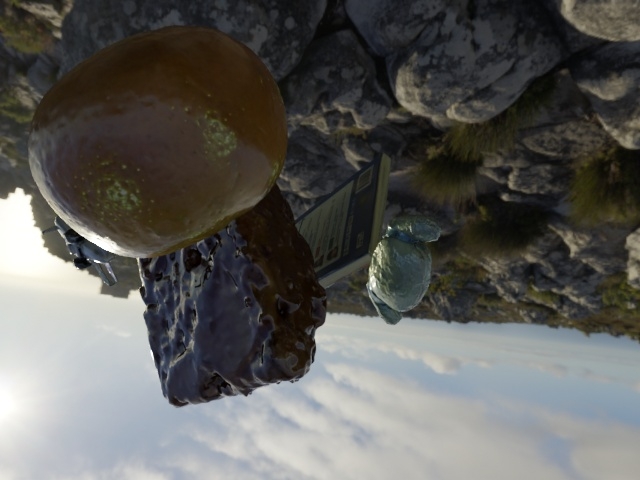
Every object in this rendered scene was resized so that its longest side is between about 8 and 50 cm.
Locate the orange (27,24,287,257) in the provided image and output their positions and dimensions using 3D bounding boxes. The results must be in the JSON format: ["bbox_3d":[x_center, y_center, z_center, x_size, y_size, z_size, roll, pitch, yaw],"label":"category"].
[{"bbox_3d":[-0.137,-0.086,0.380,0.237,0.179,0.158,-32,-165,-9],"label":"orange"}]

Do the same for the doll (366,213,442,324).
[{"bbox_3d":[0.121,0.045,0.644,0.072,0.213,0.104,-25,-132,-39],"label":"doll"}]

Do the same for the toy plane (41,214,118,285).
[{"bbox_3d":[-0.372,-0.003,0.657,0.171,0.162,0.066,24,-141,24],"label":"toy plane"}]

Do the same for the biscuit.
[{"bbox_3d":[-0.170,0.062,0.721,0.343,0.394,0.166,-26,166,34],"label":"biscuit"}]

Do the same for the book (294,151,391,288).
[{"bbox_3d":[0.000,0.000,1.018,0.039,0.299,0.428,31,140,-23],"label":"book"}]
